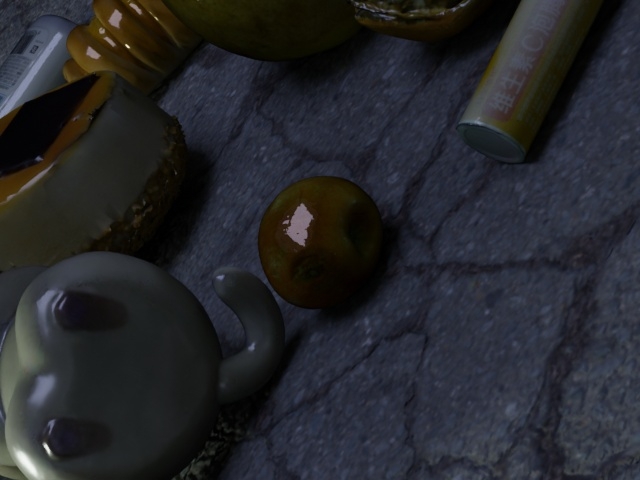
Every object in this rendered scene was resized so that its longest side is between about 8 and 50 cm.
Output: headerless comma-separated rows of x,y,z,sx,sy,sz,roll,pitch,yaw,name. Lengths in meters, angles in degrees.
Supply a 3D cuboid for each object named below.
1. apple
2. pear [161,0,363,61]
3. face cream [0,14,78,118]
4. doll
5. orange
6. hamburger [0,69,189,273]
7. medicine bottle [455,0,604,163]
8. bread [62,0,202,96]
0.000,0.000,1.356,0.102,0.099,0.114,-23,36,40,apple
-0.063,-0.348,1.662,0.304,0.304,0.304,-37,31,27,pear
-0.456,-0.170,2.277,0.336,0.080,0.163,-58,29,-10,face cream
-0.227,0.122,1.440,0.370,0.226,0.215,-7,89,49,doll
0.105,-0.244,1.472,0.160,0.112,0.170,-47,49,-13,orange
-0.275,-0.052,1.748,0.294,0.179,0.276,-18,34,34,hamburger
0.186,-0.169,1.304,0.074,0.074,0.218,3,62,58,medicine bottle
-0.206,-0.300,2.003,0.311,0.121,0.173,-48,27,6,bread
